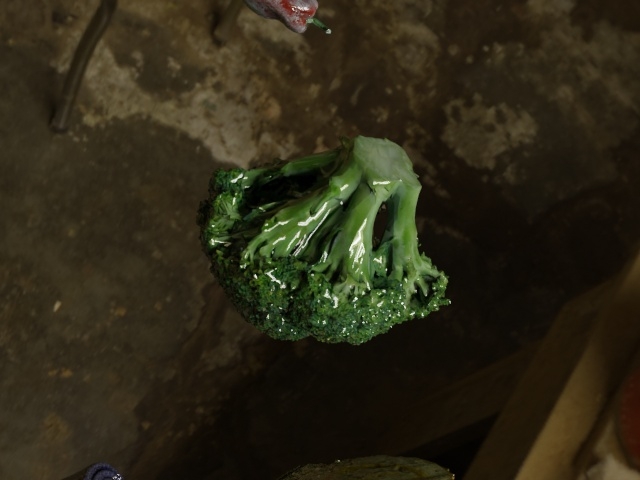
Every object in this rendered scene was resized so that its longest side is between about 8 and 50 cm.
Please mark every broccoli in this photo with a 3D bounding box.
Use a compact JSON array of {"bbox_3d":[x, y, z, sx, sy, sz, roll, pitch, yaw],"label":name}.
[{"bbox_3d":[0.000,0.000,1.077,0.261,0.242,0.269,12,38,-37],"label":"broccoli"}]

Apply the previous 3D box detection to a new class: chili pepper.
[{"bbox_3d":[-0.055,-0.230,0.924,0.153,0.050,0.041,33,71,-4],"label":"chili pepper"}]

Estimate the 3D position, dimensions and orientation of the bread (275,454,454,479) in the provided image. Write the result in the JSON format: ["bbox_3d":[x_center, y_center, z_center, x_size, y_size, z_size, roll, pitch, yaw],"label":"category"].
[{"bbox_3d":[0.013,0.280,0.918,0.257,0.185,0.124,-5,90,-56],"label":"bread"}]

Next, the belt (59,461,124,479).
[{"bbox_3d":[-0.283,0.378,1.246,0.140,0.126,0.230,53,10,-32],"label":"belt"}]
